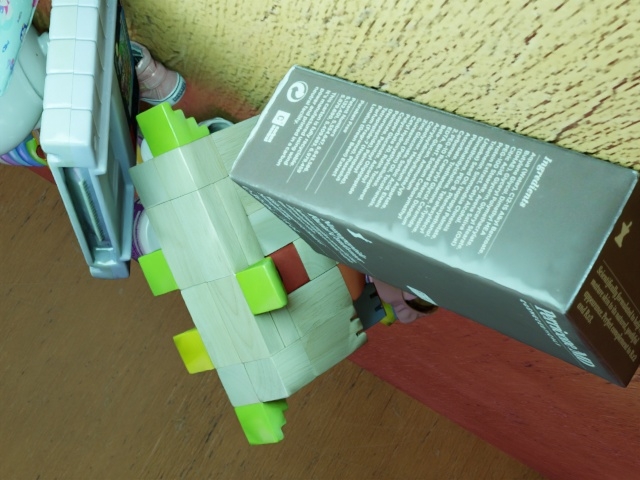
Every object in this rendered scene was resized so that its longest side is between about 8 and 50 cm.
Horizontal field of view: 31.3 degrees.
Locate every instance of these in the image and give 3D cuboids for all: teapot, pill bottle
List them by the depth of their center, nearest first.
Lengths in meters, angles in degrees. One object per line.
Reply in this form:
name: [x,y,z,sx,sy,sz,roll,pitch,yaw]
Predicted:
teapot: [-0.454,-0.242,1.565,0.256,0.187,0.253,-101,-12,-78]
pill bottle: [-0.316,-0.022,2.333,0.169,0.169,0.301,34,170,-20]

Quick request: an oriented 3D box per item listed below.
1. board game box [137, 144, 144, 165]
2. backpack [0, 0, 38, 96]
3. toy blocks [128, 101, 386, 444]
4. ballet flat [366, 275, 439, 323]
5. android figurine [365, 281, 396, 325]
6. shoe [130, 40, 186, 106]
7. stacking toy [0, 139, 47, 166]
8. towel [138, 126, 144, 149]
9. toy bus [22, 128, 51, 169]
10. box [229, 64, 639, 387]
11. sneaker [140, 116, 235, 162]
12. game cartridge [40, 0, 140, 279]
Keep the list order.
board game box: [-0.306,-0.166,1.672,0.124,0.039,0.259,52,165,21]
backpack: [-0.420,-0.267,1.183,0.191,0.225,0.253,2,155,21]
toy blocks: [-0.042,-0.001,1.306,0.190,0.261,0.381,-17,99,45]
ballet flat: [0.132,0.065,1.714,0.086,0.086,0.248,27,172,23]
android figurine: [0.003,0.048,1.887,0.273,0.056,0.248,31,-173,-12]
shoe: [-0.251,-0.215,1.430,0.178,0.063,0.081,15,162,42]
stacking toy: [-0.522,-0.192,2.216,0.330,0.141,0.141,17,164,43]
towel: [-0.279,-0.154,1.902,0.209,0.034,0.285,34,171,-6]
toy bus: [-0.435,-0.206,1.911,0.191,0.104,0.202,50,153,9]
box: [0.122,-0.019,1.054,0.381,0.143,0.191,21,167,37]
sneaker: [-0.147,-0.122,1.549,0.305,0.114,0.152,23,149,42]
game cartridge: [-0.235,-0.125,1.223,0.068,0.230,0.355,4,158,-1]
